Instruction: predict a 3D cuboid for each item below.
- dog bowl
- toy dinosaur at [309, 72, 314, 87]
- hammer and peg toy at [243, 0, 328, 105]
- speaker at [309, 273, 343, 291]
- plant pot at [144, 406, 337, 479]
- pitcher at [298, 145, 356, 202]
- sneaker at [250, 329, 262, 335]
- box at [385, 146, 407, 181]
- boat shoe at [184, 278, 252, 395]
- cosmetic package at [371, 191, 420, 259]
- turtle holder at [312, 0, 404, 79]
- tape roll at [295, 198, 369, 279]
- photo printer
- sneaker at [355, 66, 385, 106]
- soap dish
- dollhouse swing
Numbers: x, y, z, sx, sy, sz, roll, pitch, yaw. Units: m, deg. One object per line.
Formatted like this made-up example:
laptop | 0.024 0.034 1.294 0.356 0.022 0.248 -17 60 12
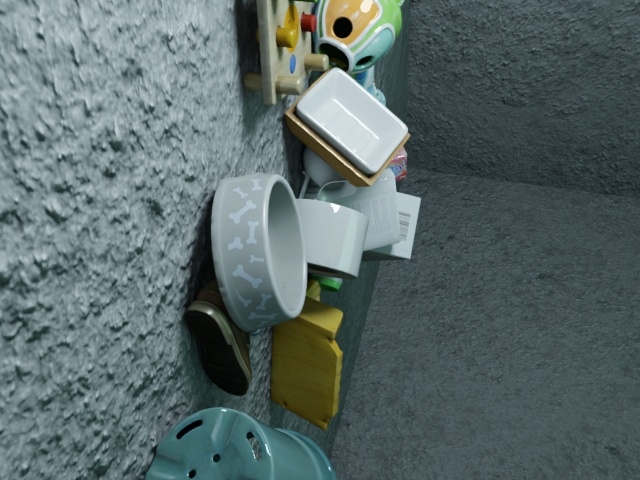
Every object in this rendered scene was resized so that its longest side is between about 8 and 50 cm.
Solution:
dog bowl | -0.113 0.017 1.062 0.349 0.102 0.348 -6 90 -79
toy dinosaur | 0.036 -0.377 1.528 0.313 0.121 0.160 81 10 -63
hammer and peg toy | -0.051 -0.468 1.096 0.361 0.128 0.265 -61 156 -52
speaker | 0.047 0.032 1.834 0.131 0.131 0.296 63 40 -68
plant pot | -0.162 0.512 1.009 0.334 0.341 0.341 65 36 -52
pitcher | -0.002 -0.199 1.466 0.125 0.178 0.207 45 23 -52
sneaker | -0.158 0.176 1.289 0.058 0.052 0.135 66 36 -59
box | 0.217 -0.372 1.925 0.154 0.142 0.299 75 -3 -60
boat shoe | -0.190 0.212 1.060 0.104 0.111 0.307 -64 159 -44
cosmetic package | 0.202 -0.046 1.934 0.453 0.162 0.229 165 -63 -75
turtle holder | 0.076 -0.583 1.400 0.227 0.243 0.320 -61 -158 -12
tape roll | 0.000 0.000 1.387 0.246 0.246 0.169 44 57 -73
photo printer | 0.093 -0.078 1.596 0.107 0.308 0.255 -116 -167 -64
sneaker | 0.158 -0.547 1.775 0.208 0.127 0.318 -32 144 -44
soap dish | 0.071 -0.300 1.348 0.229 0.291 0.118 -52 -175 -30
dollhouse swing | 0.006 0.335 1.601 0.305 0.315 0.346 -22 122 -50
